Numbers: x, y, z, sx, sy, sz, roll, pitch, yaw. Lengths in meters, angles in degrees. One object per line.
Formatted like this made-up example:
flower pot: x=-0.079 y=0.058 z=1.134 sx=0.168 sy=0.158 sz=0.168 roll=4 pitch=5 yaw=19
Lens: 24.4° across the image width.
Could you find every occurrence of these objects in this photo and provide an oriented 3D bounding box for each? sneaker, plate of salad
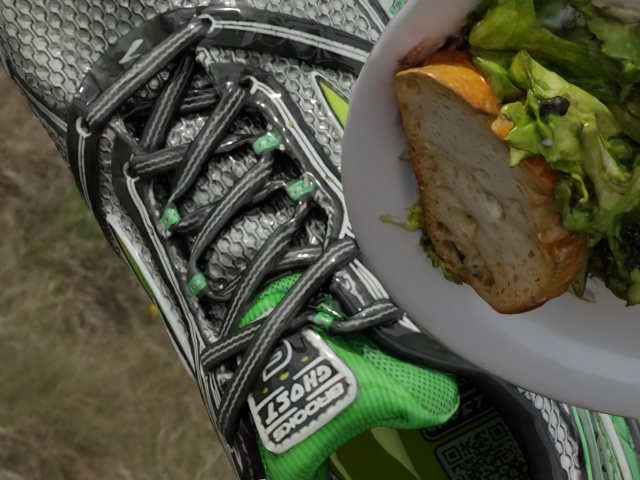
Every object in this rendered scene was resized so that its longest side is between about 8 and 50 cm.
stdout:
sneaker: x=0.000 y=0.000 z=0.493 sx=0.343 sy=0.134 sz=0.146 roll=51 pitch=17 yaw=-4
plate of salad: x=0.103 y=-0.006 z=0.337 sx=0.200 sy=0.200 sz=0.048 roll=20 pitch=47 yaw=-15

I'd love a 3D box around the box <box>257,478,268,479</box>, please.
box: x=-0.006 y=0.194 z=0.284 sx=0.203 sy=0.168 sz=0.167 roll=44 pitch=16 yaw=-9
